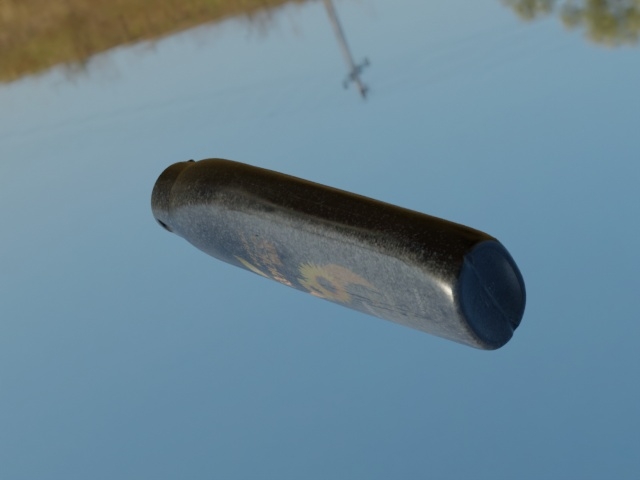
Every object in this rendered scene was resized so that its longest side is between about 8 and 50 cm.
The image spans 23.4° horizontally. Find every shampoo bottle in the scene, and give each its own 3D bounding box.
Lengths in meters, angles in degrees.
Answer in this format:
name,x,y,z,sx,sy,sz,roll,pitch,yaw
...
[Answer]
name,x,y,z,sx,sy,sz,roll,pitch,yaw
shampoo bottle,0.000,0.000,0.831,0.234,0.087,0.049,18,-115,40
